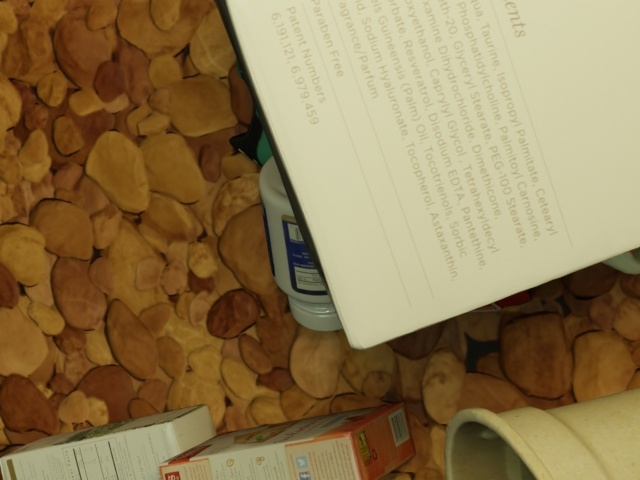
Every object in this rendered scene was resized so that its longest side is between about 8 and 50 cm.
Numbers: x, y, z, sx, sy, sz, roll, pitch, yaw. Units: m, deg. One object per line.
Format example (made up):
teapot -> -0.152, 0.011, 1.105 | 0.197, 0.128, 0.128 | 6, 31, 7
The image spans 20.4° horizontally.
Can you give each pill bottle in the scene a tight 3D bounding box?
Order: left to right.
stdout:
pill bottle -> 0.000, 0.000, 1.840 | 0.112, 0.112, 0.187 | 14, 136, 21

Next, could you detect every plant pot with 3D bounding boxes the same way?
plant pot -> 0.324, 0.259, 1.638 | 0.305, 0.334, 0.334 | -20, 89, -16

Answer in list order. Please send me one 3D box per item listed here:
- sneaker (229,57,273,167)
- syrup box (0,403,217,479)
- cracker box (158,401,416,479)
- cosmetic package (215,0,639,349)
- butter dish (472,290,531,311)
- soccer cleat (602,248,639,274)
sneaker -> -0.030, -0.218, 1.858 | 0.121, 0.108, 0.302 | 14, 104, 17
syrup box -> -0.237, 0.260, 2.020 | 0.237, 0.093, 0.096 | -15, 92, 24
cracker box -> -0.035, 0.234, 1.895 | 0.232, 0.156, 0.067 | -13, 92, 24
cosmetic package -> 0.139, -0.153, 1.558 | 0.393, 0.329, 0.327 | -20, 104, -1
butter dish -> 0.125, 0.006, 1.817 | 0.160, 0.160, 0.118 | -2, 73, 24
soccer cleat -> 0.247, -0.022, 1.794 | 0.196, 0.068, 0.076 | 39, 125, 15
